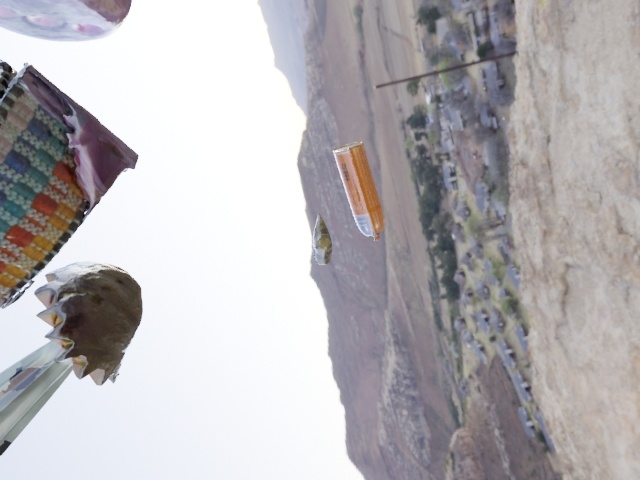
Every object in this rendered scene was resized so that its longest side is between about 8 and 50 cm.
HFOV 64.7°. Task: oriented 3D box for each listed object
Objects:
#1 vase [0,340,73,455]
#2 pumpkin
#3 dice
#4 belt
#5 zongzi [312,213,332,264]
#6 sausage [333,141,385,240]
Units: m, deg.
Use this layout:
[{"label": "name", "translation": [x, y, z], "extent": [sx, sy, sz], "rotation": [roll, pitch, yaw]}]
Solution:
[{"label": "vase", "translation": [-0.688, 0.346, 1.174], "extent": [0.165, 0.360, 0.165], "rotation": [48, 177, 4]}, {"label": "pumpkin", "translation": [-0.417, 0.132, 0.940], "extent": [0.253, 0.149, 0.130], "rotation": [59, 179, 8]}, {"label": "dice", "translation": [-0.572, -0.588, 1.047], "extent": [0.270, 0.272, 0.269], "rotation": [0, -90, -78]}, {"label": "belt", "translation": [-0.355, -0.038, 0.522], "extent": [0.207, 0.295, 0.160], "rotation": [36, 171, 38]}, {"label": "zongzi", "translation": [0.000, 0.000, 1.029], "extent": [0.076, 0.040, 0.083], "rotation": [92, 168, -58]}, {"label": "sausage", "translation": [0.096, -0.105, 1.157], "extent": [0.071, 0.071, 0.234], "rotation": [-95, -13, -72]}]
